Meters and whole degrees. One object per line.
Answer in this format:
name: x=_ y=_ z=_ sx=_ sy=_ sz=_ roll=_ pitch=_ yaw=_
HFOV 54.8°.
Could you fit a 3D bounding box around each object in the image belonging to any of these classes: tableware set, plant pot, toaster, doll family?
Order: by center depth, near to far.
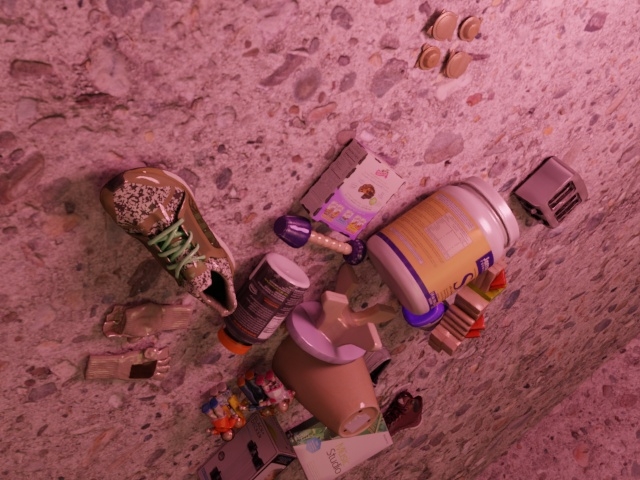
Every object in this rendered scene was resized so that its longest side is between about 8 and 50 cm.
tableware set: x=0.282 y=-0.424 z=1.340 sx=0.169 sy=0.020 sz=0.141 roll=-2 pitch=129 yaw=-36
doll family: x=-0.200 y=0.446 z=1.707 sx=0.263 sy=0.118 sz=0.163 roll=-26 pitch=120 yaw=-3
plant pot: x=0.038 y=0.400 z=1.717 sx=0.257 sy=0.274 sz=0.256 roll=-20 pitch=136 yaw=-20
toaster: x=0.682 y=-0.143 z=1.812 sx=0.186 sy=0.110 sz=0.168 roll=-45 pitch=140 yaw=7

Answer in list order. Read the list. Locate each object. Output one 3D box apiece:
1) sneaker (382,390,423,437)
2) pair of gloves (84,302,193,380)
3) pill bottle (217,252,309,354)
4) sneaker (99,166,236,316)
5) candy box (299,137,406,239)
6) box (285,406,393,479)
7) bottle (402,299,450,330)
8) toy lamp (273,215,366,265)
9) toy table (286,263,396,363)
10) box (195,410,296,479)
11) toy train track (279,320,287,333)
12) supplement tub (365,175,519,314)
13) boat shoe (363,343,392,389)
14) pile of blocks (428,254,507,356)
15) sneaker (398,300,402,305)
sneaker: x=0.257 y=0.623 z=2.225 sx=0.282 sy=0.106 sz=0.162 roll=-13 pitch=122 yaw=-33
pair of gloves: x=-0.415 y=0.238 z=1.421 sx=0.204 sy=0.042 sz=0.240 roll=9 pitch=120 yaw=-40
pill bottle: x=-0.145 y=0.158 z=1.475 sx=0.130 sy=0.130 sz=0.245 roll=22 pitch=112 yaw=-45
sneaker: x=-0.266 y=0.016 z=1.219 sx=0.158 sy=0.182 sz=0.410 roll=-38 pitch=139 yaw=-1
candy box: x=0.077 y=-0.115 z=1.432 sx=0.196 sy=0.070 sz=0.165 roll=-49 pitch=138 yaw=13
box: x=0.068 y=0.663 z=2.072 sx=0.322 sy=0.058 sz=0.232 roll=-27 pitch=112 yaw=-15
bottle: x=0.336 y=0.220 z=1.869 sx=0.118 sy=0.092 sz=0.283 roll=-31 pitch=157 yaw=15
toy lamp: x=0.000 y=0.000 z=1.476 sx=0.275 sy=0.080 sz=0.080 roll=21 pitch=113 yaw=-44
toy table: x=0.062 y=0.205 z=1.607 sx=0.274 sy=0.252 sz=0.161 roll=6 pitch=140 yaw=-49
box: x=-0.227 y=0.672 z=1.855 sx=0.290 sy=0.169 sz=0.087 roll=-45 pitch=136 yaw=9
toy train track: x=-0.080 y=0.230 z=1.676 sx=0.083 sy=0.014 sz=0.048 roll=5 pitch=116 yaw=-45
supplement tub: x=0.311 y=0.010 z=1.583 sx=0.331 sy=0.241 sz=0.241 roll=-35 pitch=139 yaw=-4
boat shoe: x=0.151 y=0.434 z=1.973 sx=0.079 sy=0.081 sz=0.227 roll=11 pitch=119 yaw=-41
pile of blocks: x=0.445 y=0.193 z=1.759 sx=0.149 sy=0.113 sz=0.362 roll=-12 pitch=135 yaw=-52
sneaker: x=0.256 y=0.154 z=1.829 sx=0.057 sy=0.047 sz=0.119 roll=-36 pitch=147 yaw=-12
